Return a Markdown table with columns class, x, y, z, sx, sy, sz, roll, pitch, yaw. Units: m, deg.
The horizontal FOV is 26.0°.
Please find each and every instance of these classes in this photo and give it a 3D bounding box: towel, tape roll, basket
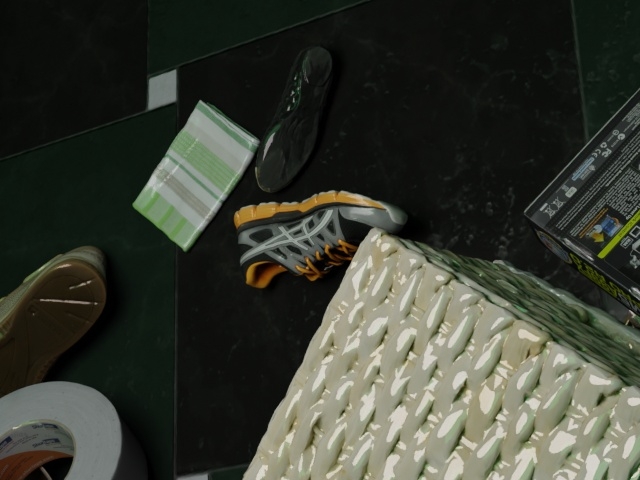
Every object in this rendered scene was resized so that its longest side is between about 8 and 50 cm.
| class | x | y | z | sx | sy | sz | roll | pitch | yaw |
| --- | --- | --- | --- | --- | --- | --- | --- | --- | --- |
| towel | -0.145 | -0.076 | 1.589 | 0.113 | 0.023 | 0.152 | 38 | 96 | 38 |
| tape roll | -0.297 | 0.256 | 1.468 | 0.219 | 0.072 | 0.219 | -12 | 44 | 12 |
| basket | 0.139 | 0.207 | 1.130 | 0.328 | 0.266 | 0.331 | 33 | 100 | 36 |

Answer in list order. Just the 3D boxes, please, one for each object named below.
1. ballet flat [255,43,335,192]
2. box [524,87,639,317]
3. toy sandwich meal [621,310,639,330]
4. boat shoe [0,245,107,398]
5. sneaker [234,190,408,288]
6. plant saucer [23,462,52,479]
| class | x | y | z | sx | sy | sz | roll | pitch | yaw |
| --- | --- | --- | --- | --- | --- | --- | --- | --- | --- |
| ballet flat | -0.025 | -0.132 | 1.526 | 0.057 | 0.049 | 0.173 | 22 | 86 | -6 |
| box | 0.345 | -0.051 | 1.200 | 0.270 | 0.060 | 0.216 | -47 | 54 | -4 |
| toy sandwich meal | 0.301 | 0.085 | 1.229 | 0.085 | 0.029 | 0.086 | -12 | 67 | 30 |
| boat shoe | -0.359 | 0.122 | 1.621 | 0.302 | 0.109 | 0.098 | -44 | 15 | 13 |
| sneaker | 0.000 | 0.000 | 1.435 | 0.215 | 0.084 | 0.083 | -10 | 70 | 40 |
| plant saucer | -0.384 | 0.384 | 1.563 | 0.310 | 0.050 | 0.311 | -12 | 67 | 29 |
